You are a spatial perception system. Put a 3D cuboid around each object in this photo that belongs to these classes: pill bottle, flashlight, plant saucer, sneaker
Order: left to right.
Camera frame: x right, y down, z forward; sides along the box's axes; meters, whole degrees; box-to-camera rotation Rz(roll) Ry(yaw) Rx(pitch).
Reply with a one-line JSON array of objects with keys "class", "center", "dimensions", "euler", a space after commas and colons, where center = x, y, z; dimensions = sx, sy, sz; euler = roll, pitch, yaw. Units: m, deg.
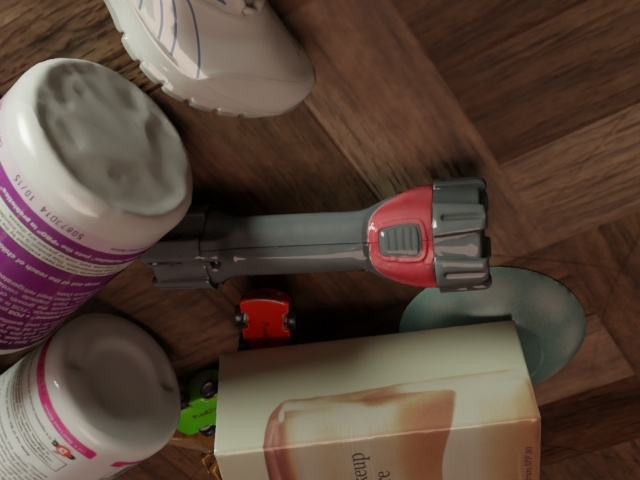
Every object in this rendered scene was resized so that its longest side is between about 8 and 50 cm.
[{"class": "pill bottle", "center": [-0.262, -0.005, 0.810], "dimensions": [0.169, 0.169, 0.301], "euler": [37, 124, -26]}, {"class": "pill bottle", "center": [-0.297, 0.208, 1.013], "dimensions": [0.283, 0.160, 0.160], "euler": [-35, 122, 30]}, {"class": "sneaker", "center": [-0.099, -0.200, 0.654], "dimensions": [0.129, 0.111, 0.297], "euler": [-27, 126, 32]}, {"class": "flashlight", "center": [0.000, 0.000, 0.852], "dimensions": [0.304, 0.103, 0.103], "euler": [-3, 136, 13]}, {"class": "plant saucer", "center": [0.179, 0.109, 0.972], "dimensions": [0.195, 0.037, 0.195], "euler": [2, 133, 2]}]

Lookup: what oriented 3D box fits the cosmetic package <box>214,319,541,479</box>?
[{"class": "cosmetic package", "center": [0.056, 0.187, 0.920], "dimensions": [0.296, 0.129, 0.153], "euler": [-8, 130, 4]}]

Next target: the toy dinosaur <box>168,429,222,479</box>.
[{"class": "toy dinosaur", "center": [-0.130, 0.234, 1.107], "dimensions": [0.211, 0.064, 0.112], "euler": [-7, 105, 6]}]

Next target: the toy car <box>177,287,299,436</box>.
[{"class": "toy car", "center": [-0.072, 0.149, 1.016], "dimensions": [0.225, 0.053, 0.239], "euler": [-24, 126, 24]}]
